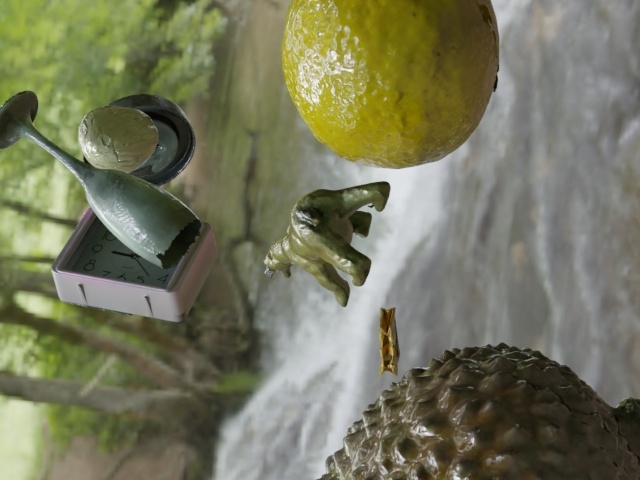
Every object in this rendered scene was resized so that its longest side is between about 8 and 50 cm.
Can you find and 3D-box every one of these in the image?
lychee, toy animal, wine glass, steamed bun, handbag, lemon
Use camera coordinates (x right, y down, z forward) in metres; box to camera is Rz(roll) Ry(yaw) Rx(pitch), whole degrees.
[{"bbox_3d":[0.172,0.303,1.190,0.432,0.380,0.380,-37,27,-1],"label":"lychee"},{"bbox_3d":[0.000,0.000,1.251,0.218,0.101,0.103,120,163,-75],"label":"toy animal"},{"bbox_3d":[-0.275,-0.142,1.573,0.096,0.310,0.264,-38,-20,-52],"label":"wine glass"},{"bbox_3d":[-0.336,-0.159,1.972,0.112,0.130,0.091,59,145,36],"label":"steamed bun"},{"bbox_3d":[0.092,0.138,1.637,0.061,0.027,0.083,-75,-18,-59],"label":"handbag"},{"bbox_3d":[0.079,-0.205,1.353,0.310,0.254,0.253,83,-177,-62],"label":"lemon"}]

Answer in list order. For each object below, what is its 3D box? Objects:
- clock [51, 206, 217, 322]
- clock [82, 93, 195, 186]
[{"bbox_3d":[-0.263,0.030,1.688,0.063,0.197,0.150,84,-158,-44],"label":"clock"},{"bbox_3d":[-0.344,-0.183,2.246,0.215,0.215,0.042,-66,35,39],"label":"clock"}]
